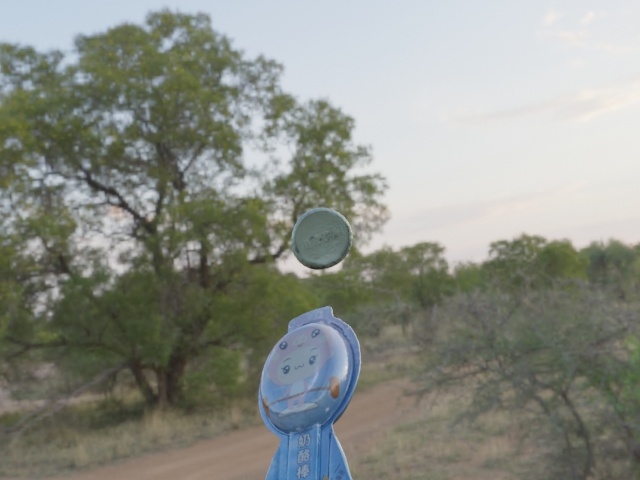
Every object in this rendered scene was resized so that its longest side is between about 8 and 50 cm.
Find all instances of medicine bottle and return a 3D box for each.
[{"bbox_3d":[0.000,0.000,0.637,0.047,0.047,0.083,-8,-2,-3],"label":"medicine bottle"}]

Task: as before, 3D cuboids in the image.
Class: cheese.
[{"bbox_3d":[-0.015,0.174,0.867,0.135,0.245,0.052,-24,-48,26],"label":"cheese"}]
